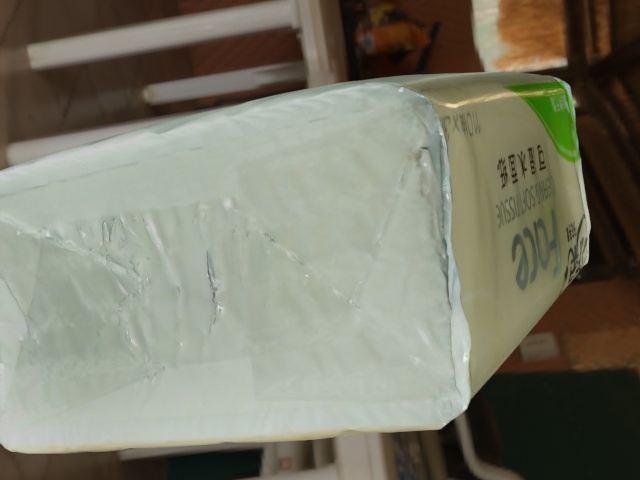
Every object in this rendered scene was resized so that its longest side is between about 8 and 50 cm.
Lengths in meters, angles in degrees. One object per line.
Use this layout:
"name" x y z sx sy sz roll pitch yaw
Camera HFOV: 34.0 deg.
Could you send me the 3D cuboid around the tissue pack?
"tissue pack" 0.000 0.000 0.765 0.405 0.331 0.205 -20 101 -65
